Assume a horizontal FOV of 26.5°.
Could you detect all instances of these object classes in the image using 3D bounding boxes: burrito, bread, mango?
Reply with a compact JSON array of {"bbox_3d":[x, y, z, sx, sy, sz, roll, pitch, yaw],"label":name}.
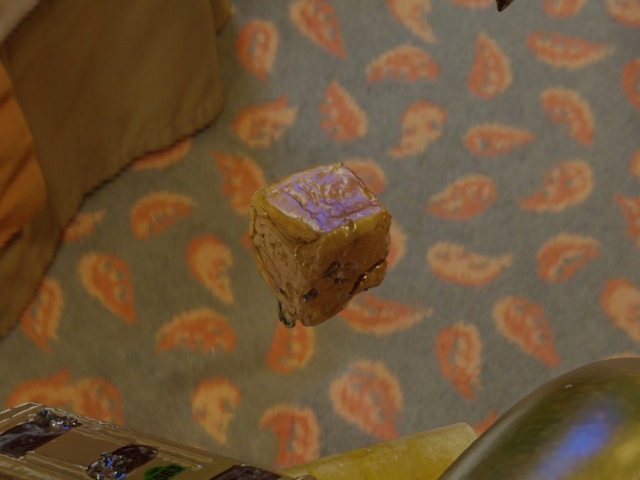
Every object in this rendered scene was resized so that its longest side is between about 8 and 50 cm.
[{"bbox_3d":[-0.033,0.063,1.984,0.055,0.041,0.149,44,42,-14],"label":"burrito"},{"bbox_3d":[0.000,0.000,1.772,0.143,0.149,0.158,-25,44,-24],"label":"bread"},{"bbox_3d":[0.085,0.146,0.560,0.289,0.146,0.129,-29,73,-37],"label":"mango"}]

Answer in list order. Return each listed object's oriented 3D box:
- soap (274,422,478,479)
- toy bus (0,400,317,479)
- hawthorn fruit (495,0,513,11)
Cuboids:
[{"bbox_3d":[0.073,0.366,1.437,0.335,0.156,0.293,-4,63,-47],"label":"soap"},{"bbox_3d":[-0.121,0.207,0.892,0.289,0.157,0.139,11,22,33],"label":"toy bus"},{"bbox_3d":[0.042,-0.257,0.859,0.266,0.210,0.230,49,34,-2],"label":"hawthorn fruit"}]
